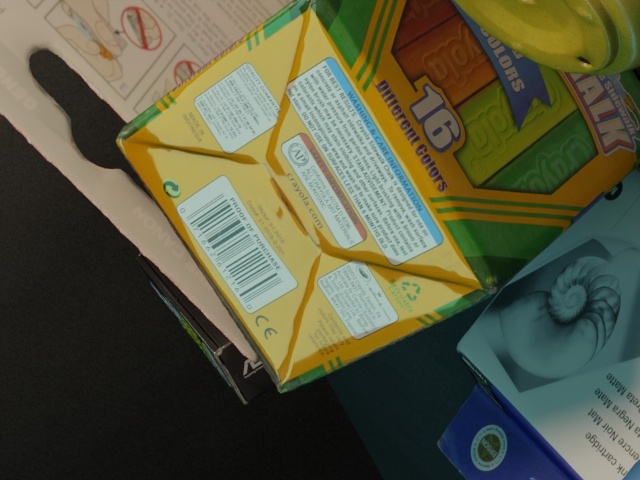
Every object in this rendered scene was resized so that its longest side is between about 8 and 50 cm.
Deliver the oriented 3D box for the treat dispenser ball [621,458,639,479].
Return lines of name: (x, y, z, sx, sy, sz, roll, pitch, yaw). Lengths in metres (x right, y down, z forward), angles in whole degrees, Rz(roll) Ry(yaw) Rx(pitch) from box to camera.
treat dispenser ball: (0.245, 0.204, 0.756, 0.288, 0.288, 0.288, 56, 170, 15)

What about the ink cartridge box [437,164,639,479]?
ink cartridge box: (0.174, 0.089, 0.979, 0.045, 0.224, 0.223, 28, -168, -40)

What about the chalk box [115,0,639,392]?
chalk box: (0.064, -0.074, 0.979, 0.179, 0.289, 0.180, -29, 96, 43)

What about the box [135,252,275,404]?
box: (0.000, 0.000, 1.415, 0.060, 0.270, 0.216, 62, 171, -29)

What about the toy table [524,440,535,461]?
toy table: (0.256, 0.195, 1.064, 0.252, 0.161, 0.274, 55, 169, 15)

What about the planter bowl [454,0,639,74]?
planter bowl: (0.111, -0.138, 0.747, 0.217, 0.090, 0.217, 35, 165, 10)

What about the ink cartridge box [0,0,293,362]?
ink cartridge box: (-0.091, -0.134, 1.069, 0.308, 0.385, 0.091, 46, 133, -15)
